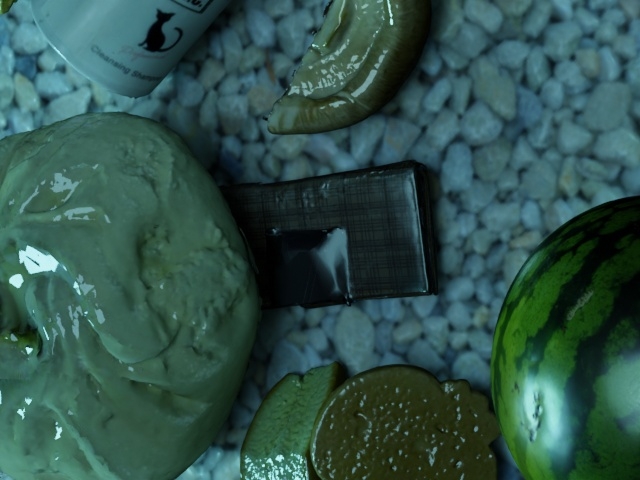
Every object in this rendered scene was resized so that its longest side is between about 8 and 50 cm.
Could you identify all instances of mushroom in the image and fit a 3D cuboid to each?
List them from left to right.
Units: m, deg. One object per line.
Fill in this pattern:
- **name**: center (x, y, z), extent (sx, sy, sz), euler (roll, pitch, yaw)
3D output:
- **mushroom**: center (0.034, -0.165, 1.724), extent (0.094, 0.072, 0.210), euler (41, 115, 23)

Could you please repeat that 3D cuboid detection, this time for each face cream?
- **face cream**: center (-0.098, -0.304, 1.747), extent (0.370, 0.145, 0.145), euler (-47, 71, 26)

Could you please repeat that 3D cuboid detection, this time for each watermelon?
- **watermelon**: center (0.268, 0.105, 1.488), extent (0.285, 0.285, 0.285), euler (2, 95, 30)

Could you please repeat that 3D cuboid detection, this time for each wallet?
- **wallet**: center (0.000, 0.000, 1.773), extent (0.230, 0.042, 0.124), euler (-7, 89, 31)

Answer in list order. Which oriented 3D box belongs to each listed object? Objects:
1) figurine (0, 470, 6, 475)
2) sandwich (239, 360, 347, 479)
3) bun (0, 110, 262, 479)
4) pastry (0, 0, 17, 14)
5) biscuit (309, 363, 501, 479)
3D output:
- **figurine**: center (-0.322, 0.173, 1.971), extent (0.072, 0.054, 0.129), euler (-6, 98, 45)
- **sandwich**: center (-0.017, 0.237, 1.774), extent (0.090, 0.088, 0.244), euler (-7, 91, 34)
- **bun**: center (-0.228, 0.066, 1.797), extent (0.359, 0.211, 0.360), euler (4, 96, 37)
- **pastry**: center (-0.373, -0.335, 1.927), extent (0.250, 0.102, 0.154), euler (41, 115, 23)
- **biscuit**: center (0.081, 0.182, 1.716), extent (0.170, 0.050, 0.170), euler (0, 96, -1)
